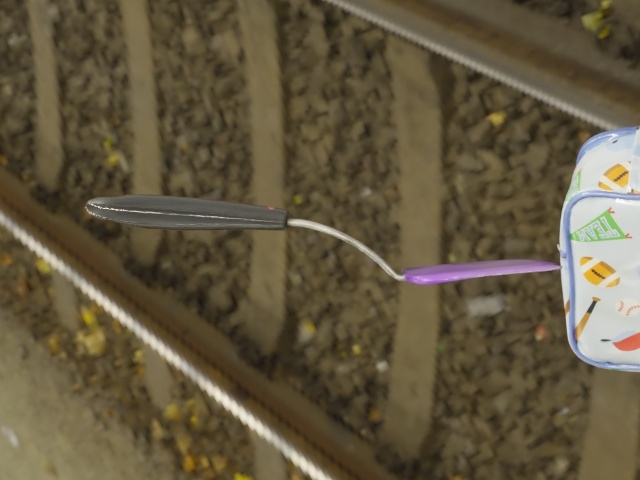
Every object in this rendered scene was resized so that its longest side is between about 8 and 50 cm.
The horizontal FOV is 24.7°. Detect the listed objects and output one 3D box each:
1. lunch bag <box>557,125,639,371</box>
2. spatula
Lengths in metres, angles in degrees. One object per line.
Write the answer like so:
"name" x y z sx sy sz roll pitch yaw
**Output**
"lunch bag" 0.356 0.020 1.293 0.303 0.115 0.243 3 131 18
"spatula" 0.000 0.000 0.922 0.084 0.296 0.030 -145 66 -85
